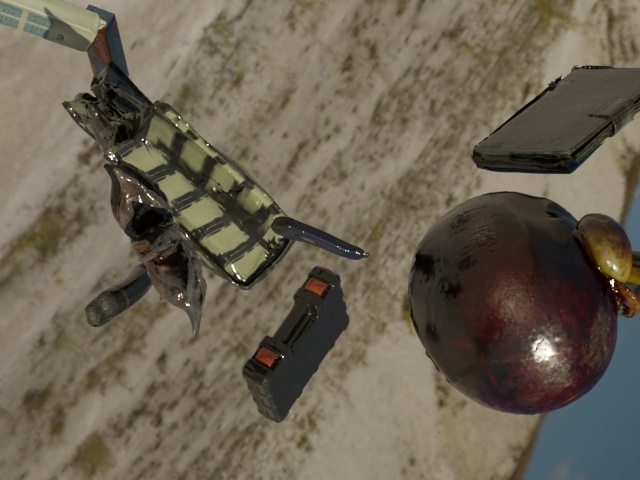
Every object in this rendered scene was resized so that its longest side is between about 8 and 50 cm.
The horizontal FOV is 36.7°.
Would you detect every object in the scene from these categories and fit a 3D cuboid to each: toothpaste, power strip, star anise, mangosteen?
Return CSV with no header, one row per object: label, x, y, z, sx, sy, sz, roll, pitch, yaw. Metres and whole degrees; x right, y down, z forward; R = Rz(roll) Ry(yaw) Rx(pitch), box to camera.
toothpaste,-0.356,-0.319,1.636,0.193,0.070,0.044,100,11,-69
power strip,-0.374,-0.293,1.232,0.081,0.192,0.035,-24,-128,63
star anise,-0.177,-0.003,1.045,0.061,0.204,0.180,-28,159,-10
mangosteen,0.253,0.066,1.215,0.293,0.297,0.297,-55,177,30

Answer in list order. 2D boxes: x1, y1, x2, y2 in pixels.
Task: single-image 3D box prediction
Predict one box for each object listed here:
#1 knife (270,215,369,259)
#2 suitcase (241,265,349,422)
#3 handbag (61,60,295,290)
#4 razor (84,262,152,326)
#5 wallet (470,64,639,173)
knife,0.000,0.000,1.133,0.031,0.121,0.018,118,-5,-61
suitcase,-0.045,0.211,1.949,0.285,0.066,0.206,-54,154,-25
handbag,-0.230,-0.106,1.518,0.162,0.327,0.325,-48,-145,-5
razor,-0.344,0.094,1.681,0.090,0.054,0.148,-33,-173,31
wallet,0.372,-0.183,1.426,0.317,0.169,0.044,-37,124,-37
